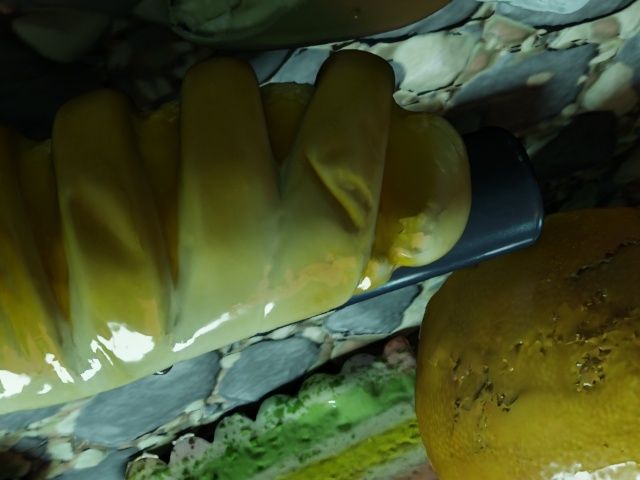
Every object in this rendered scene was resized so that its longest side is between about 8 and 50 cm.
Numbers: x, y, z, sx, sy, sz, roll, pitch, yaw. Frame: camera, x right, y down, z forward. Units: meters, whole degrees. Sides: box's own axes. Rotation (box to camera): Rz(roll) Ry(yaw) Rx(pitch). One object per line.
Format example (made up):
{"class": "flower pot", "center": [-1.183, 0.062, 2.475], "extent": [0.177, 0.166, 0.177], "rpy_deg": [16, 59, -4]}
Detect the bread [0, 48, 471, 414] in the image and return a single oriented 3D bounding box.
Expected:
{"class": "bread", "center": [-0.089, -0.005, 0.830], "extent": [0.311, 0.121, 0.173], "rpy_deg": [-18, -175, 0]}

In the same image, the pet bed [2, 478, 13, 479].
{"class": "pet bed", "center": [-0.230, 0.231, 1.147], "extent": [0.201, 0.053, 0.201], "rpy_deg": [-55, 171, -14]}

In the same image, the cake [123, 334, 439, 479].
{"class": "cake", "center": [-0.014, 0.161, 1.245], "extent": [0.225, 0.109, 0.090], "rpy_deg": [-26, 153, -4]}

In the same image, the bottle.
{"class": "bottle", "center": [0.000, 0.000, 1.019], "extent": [0.244, 0.082, 0.072], "rpy_deg": [-19, -172, -22]}

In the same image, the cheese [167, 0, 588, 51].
{"class": "cheese", "center": [0.049, -0.128, 0.864], "extent": [0.235, 0.049, 0.127], "rpy_deg": [3, 139, -44]}

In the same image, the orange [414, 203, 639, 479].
{"class": "orange", "center": [0.174, 0.087, 1.126], "extent": [0.240, 0.240, 0.240], "rpy_deg": [-22, 153, -12]}
